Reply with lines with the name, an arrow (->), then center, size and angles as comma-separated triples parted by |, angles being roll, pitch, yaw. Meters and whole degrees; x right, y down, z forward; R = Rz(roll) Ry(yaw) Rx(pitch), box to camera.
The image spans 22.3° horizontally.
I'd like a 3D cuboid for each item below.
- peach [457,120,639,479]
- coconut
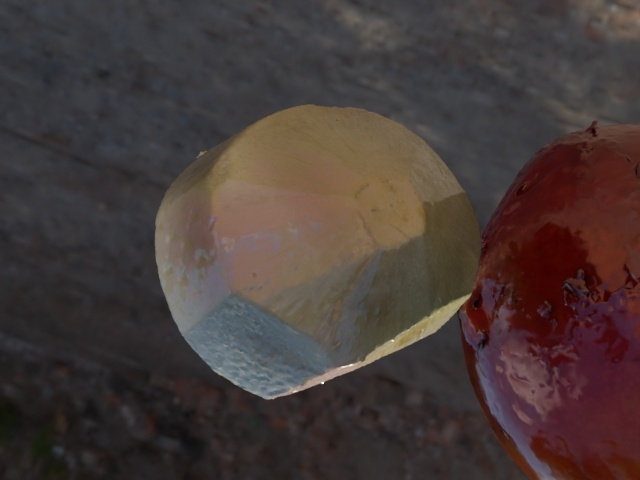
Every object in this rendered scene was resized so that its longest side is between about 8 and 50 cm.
peach -> 0.290, 0.074, 1.342 | 0.370, 0.370, 0.370 | 19, 167, 5
coconut -> 0.000, 0.000, 1.184 | 0.237, 0.197, 0.237 | -20, 173, -2
